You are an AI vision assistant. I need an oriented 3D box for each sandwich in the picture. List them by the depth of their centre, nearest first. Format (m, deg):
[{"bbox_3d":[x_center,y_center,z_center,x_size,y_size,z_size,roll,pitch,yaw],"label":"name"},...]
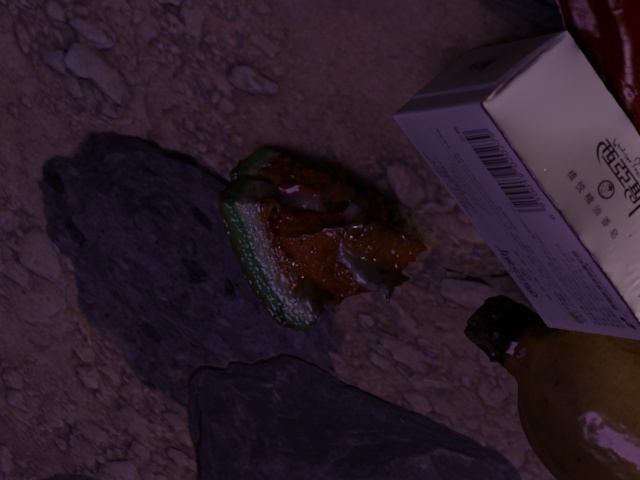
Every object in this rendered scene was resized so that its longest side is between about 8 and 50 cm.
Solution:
[{"bbox_3d":[-0.006,-0.007,1.640,0.160,0.109,0.185,-17,114,45],"label":"sandwich"}]

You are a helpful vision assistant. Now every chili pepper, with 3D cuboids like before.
[{"bbox_3d":[0.257,-0.166,1.322,0.144,0.136,0.253,-4,135,6],"label":"chili pepper"}]

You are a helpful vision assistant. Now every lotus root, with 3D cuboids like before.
[{"bbox_3d":[0.274,0.158,1.538,0.310,0.183,0.183,39,138,6],"label":"lotus root"}]

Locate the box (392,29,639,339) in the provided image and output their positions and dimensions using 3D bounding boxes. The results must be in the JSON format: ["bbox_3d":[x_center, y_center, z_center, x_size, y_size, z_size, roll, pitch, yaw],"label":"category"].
[{"bbox_3d":[0.205,-0.045,1.401,0.260,0.111,0.194,51,166,-14],"label":"box"}]
